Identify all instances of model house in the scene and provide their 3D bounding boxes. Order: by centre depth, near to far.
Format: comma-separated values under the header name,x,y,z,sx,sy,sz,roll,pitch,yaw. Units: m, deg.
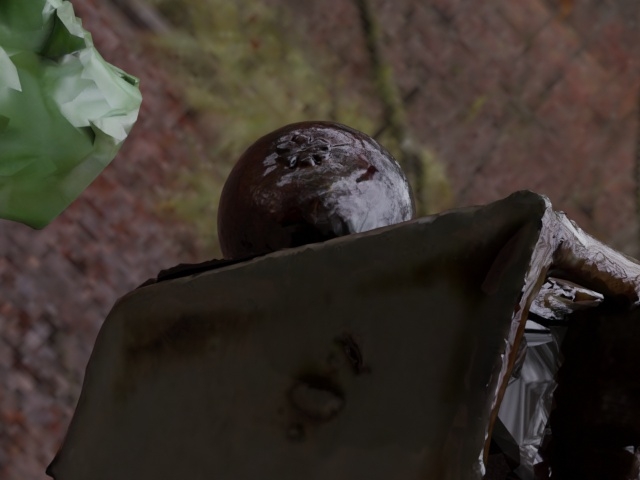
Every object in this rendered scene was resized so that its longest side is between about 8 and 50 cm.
name,x,y,z,sx,sy,sz,roll,pitch,yaw
model house,0.052,0.152,0.831,0.297,0.317,0.282,7,-11,40

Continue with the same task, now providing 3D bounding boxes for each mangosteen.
name,x,y,z,sx,sy,sz,roll,pitch,yaw
mangosteen,0.000,0.000,1.041,0.140,0.140,0.140,45,8,-8

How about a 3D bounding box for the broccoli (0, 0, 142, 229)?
name,x,y,z,sx,sy,sz,roll,pitch,yaw
broccoli,-0.198,-0.101,0.651,0.270,0.270,0.270,31,13,-20
